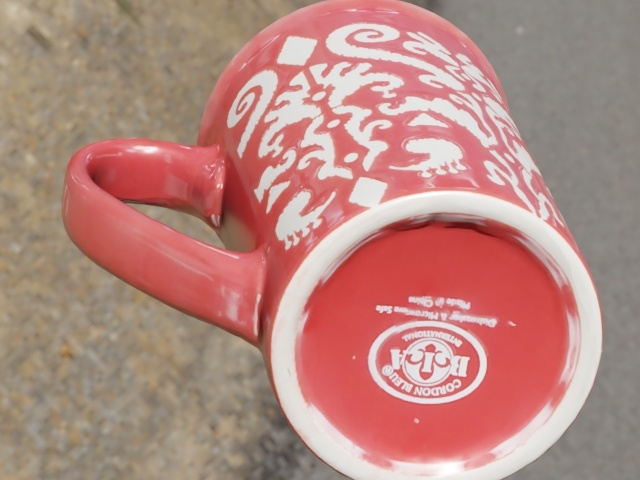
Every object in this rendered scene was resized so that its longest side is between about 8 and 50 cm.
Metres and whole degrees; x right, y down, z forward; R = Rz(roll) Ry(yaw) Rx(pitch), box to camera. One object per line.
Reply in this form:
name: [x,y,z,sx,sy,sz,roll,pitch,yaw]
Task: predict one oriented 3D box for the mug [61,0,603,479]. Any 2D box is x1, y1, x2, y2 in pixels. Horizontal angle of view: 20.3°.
mug: [0.006,0.007,0.554,0.169,0.150,0.113,-109,175,-67]
